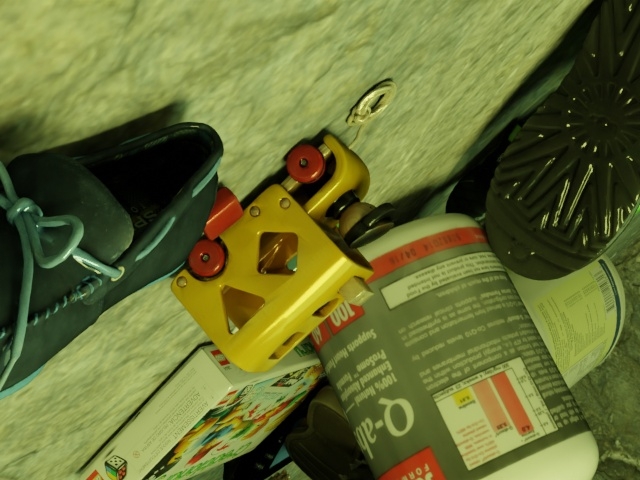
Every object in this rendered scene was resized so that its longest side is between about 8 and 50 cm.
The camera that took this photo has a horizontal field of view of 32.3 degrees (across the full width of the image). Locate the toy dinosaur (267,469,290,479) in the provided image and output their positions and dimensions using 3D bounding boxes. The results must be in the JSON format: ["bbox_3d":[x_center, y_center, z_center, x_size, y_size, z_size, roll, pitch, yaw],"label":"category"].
[{"bbox_3d":[-0.168,0.347,1.333,0.200,0.127,0.296,10,159,-34],"label":"toy dinosaur"}]

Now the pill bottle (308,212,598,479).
[{"bbox_3d":[0.140,0.174,1.077,0.210,0.363,0.210,-23,162,-8],"label":"pill bottle"}]

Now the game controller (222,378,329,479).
[{"bbox_3d":[-0.009,0.243,1.539,0.319,0.067,0.166,-24,157,-49],"label":"game controller"}]

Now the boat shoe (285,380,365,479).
[{"bbox_3d":[0.038,0.230,1.370,0.104,0.111,0.307,-47,173,-26],"label":"boat shoe"}]

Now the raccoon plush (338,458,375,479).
[{"bbox_3d":[0.063,0.422,1.352,0.299,0.216,0.446,-43,160,12],"label":"raccoon plush"}]

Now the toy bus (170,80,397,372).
[{"bbox_3d":[-0.007,0.009,0.819,0.191,0.104,0.202,-31,162,-35],"label":"toy bus"}]

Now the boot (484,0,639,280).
[{"bbox_3d":[0.317,-0.121,1.106,0.348,0.131,0.260,-60,159,19],"label":"boot"}]

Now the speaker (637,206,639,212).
[{"bbox_3d":[0.381,-0.115,1.372,0.296,0.131,0.131,-44,165,10],"label":"speaker"}]

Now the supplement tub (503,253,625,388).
[{"bbox_3d":[0.231,0.118,1.450,0.325,0.235,0.235,-24,157,-47],"label":"supplement tub"}]

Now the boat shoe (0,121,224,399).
[{"bbox_3d":[-0.134,-0.008,0.521,0.089,0.109,0.258,-58,175,29],"label":"boat shoe"}]

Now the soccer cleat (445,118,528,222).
[{"bbox_3d":[0.199,-0.085,1.168,0.179,0.060,0.072,-40,149,-13],"label":"soccer cleat"}]

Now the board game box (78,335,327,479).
[{"bbox_3d":[-0.095,0.174,1.159,0.193,0.053,0.305,-46,164,19],"label":"board game box"}]
